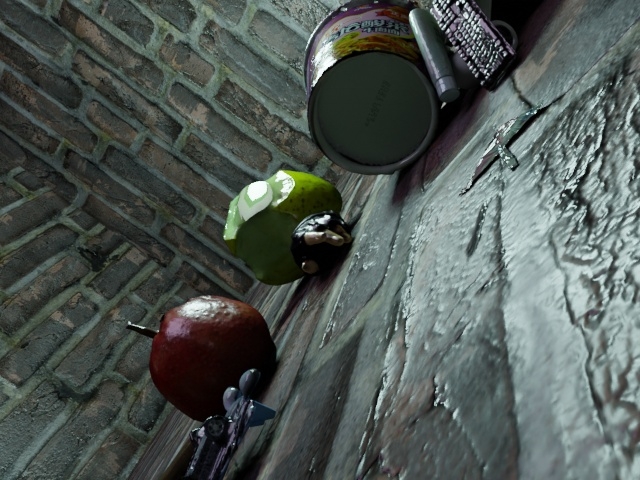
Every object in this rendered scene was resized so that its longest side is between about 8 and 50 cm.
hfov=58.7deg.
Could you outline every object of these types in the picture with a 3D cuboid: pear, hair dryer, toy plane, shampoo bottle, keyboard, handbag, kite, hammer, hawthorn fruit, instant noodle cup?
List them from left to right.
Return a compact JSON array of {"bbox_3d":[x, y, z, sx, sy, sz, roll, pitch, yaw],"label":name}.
[{"bbox_3d":[-0.340,0.520,1.155,0.440,0.044,0.168,-52,4,21],"label":"hammer"},{"bbox_3d":[-0.221,0.201,1.028,0.230,0.266,0.210,-54,22,37],"label":"hawthorn fruit"},{"bbox_3d":[-0.140,0.283,0.706,0.169,0.078,0.246,-46,9,52],"label":"toy plane"},{"bbox_3d":[-0.062,-0.029,1.394,0.282,0.286,0.176,-27,35,21],"label":"pear"},{"bbox_3d":[0.111,-0.305,1.160,0.340,0.340,0.266,-51,14,30],"label":"instant noodle cup"},{"bbox_3d":[0.203,-0.327,1.010,0.041,0.069,0.190,-26,58,27],"label":"shampoo bottle"},{"bbox_3d":[0.240,-0.341,0.924,0.072,0.023,0.231,-58,40,42],"label":"keyboard"},{"bbox_3d":[0.290,-0.398,0.994,0.131,0.073,0.236,147,133,-74],"label":"hair dryer"},{"bbox_3d":[0.193,-0.095,0.612,0.137,0.005,0.152,-53,5,32],"label":"kite"},{"bbox_3d":[0.389,-0.510,1.143,0.254,0.093,0.308,-51,5,42],"label":"handbag"}]

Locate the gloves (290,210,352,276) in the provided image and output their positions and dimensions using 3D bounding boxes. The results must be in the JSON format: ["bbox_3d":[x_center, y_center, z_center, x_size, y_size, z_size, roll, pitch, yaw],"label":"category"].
[{"bbox_3d":[0.000,0.000,1.183,0.203,0.124,0.164,87,-154,-73],"label":"gloves"}]

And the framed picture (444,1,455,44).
[{"bbox_3d":[0.258,-0.433,1.056,0.183,0.011,0.142,-46,-30,-68],"label":"framed picture"}]
